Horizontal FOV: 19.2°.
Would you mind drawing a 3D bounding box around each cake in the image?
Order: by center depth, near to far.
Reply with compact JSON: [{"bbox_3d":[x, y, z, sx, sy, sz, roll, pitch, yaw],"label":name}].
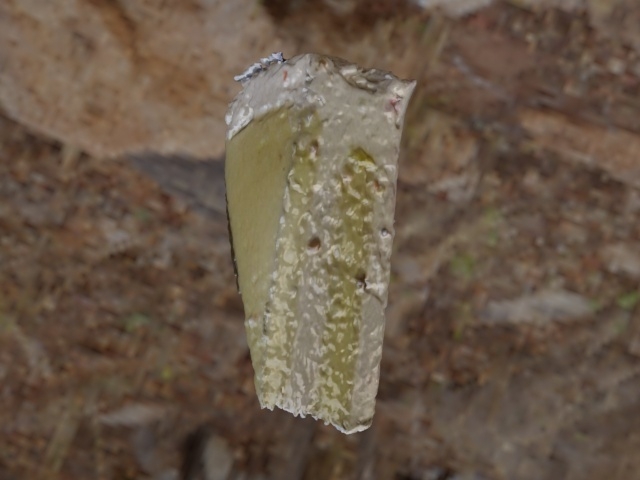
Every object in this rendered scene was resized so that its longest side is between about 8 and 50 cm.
[{"bbox_3d":[0.000,0.000,0.621,0.052,0.121,0.065,9,156,-32],"label":"cake"}]
